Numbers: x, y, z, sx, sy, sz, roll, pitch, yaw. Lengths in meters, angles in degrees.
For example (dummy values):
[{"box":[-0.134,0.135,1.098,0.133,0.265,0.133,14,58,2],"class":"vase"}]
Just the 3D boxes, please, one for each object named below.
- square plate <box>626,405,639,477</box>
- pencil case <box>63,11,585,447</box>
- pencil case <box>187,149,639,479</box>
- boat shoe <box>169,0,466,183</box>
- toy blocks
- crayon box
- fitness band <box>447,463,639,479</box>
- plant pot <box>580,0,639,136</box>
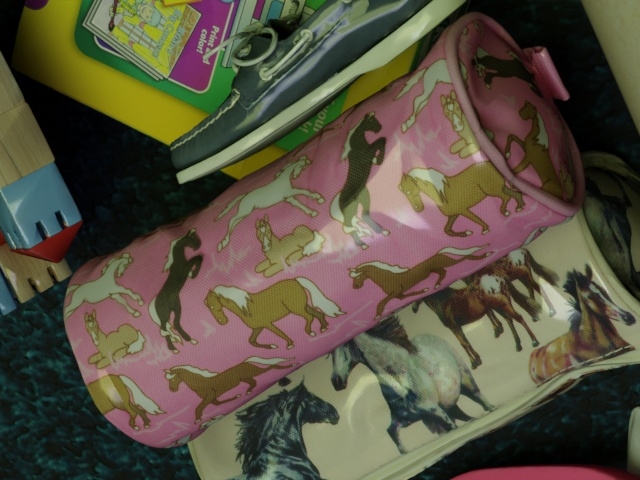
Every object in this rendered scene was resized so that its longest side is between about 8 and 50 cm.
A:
[{"box":[0.328,0.326,1.326,0.347,0.049,0.344,18,113,50],"class":"square plate"},{"box":[0.000,0.000,1.289,0.386,0.160,0.167,-32,49,29],"class":"pencil case"},{"box":[0.091,0.088,1.389,0.410,0.160,0.183,-31,65,28],"class":"pencil case"},{"box":[-0.014,-0.128,1.299,0.254,0.095,0.079,-34,94,27],"class":"boat shoe"},{"box":[-0.298,-0.047,1.466,0.381,0.190,0.261,-2,116,64],"class":"toy blocks"},{"box":[-0.039,-0.237,1.390,0.313,0.106,0.363,26,115,14],"class":"crayon box"},{"box":[0.163,0.272,1.401,0.291,0.054,0.209,-10,75,47],"class":"fitness band"},{"box":[0.303,-0.148,1.165,0.334,0.334,0.305,-35,78,28],"class":"plant pot"}]
